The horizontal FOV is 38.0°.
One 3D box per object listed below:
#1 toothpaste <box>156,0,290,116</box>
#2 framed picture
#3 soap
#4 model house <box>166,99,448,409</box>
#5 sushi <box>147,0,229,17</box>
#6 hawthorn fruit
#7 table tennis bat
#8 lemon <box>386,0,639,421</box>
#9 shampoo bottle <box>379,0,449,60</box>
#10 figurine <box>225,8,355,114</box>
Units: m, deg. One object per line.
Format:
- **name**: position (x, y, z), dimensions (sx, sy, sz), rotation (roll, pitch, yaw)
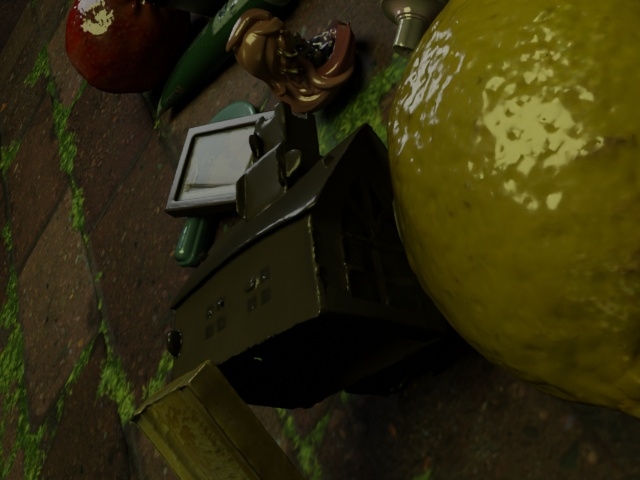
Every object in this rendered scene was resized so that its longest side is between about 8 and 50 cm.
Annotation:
- **toothpaste**: position (-0.142, -0.299, 1.367), dimensions (0.392, 0.061, 0.099), rotation (-30, 38, 49)
- **framed picture**: position (-0.120, -0.097, 1.183), dimensions (0.168, 0.023, 0.128), rotation (-5, 62, 39)
- **soap**: position (-0.044, 0.214, 0.724), dimensions (0.092, 0.252, 0.037), rotation (-32, 6, 43)
- **model house**: position (0.000, 0.000, 0.797), dimensions (0.211, 0.204, 0.244), rotation (-34, 52, 41)
- **sushi**: position (-0.172, -0.456, 1.442), dimensions (0.150, 0.153, 0.172), rotation (-87, 11, -61)
- **hawthorn fruit**: position (-0.327, -0.336, 1.546), dimensions (0.253, 0.205, 0.205), rotation (134, 146, -52)
- **table tennis bat**: position (-0.145, -0.079, 1.239), dimensions (0.152, 0.040, 0.244), rotation (-10, 59, 48)
- **lemon**: position (0.165, -0.039, 0.549), dimensions (0.253, 0.253, 0.311), rotation (-37, 46, 38)
- **shampoo bottle**: position (0.123, -0.326, 0.955), dimensions (0.092, 0.092, 0.304), rotation (-6, 63, 55)
- **figurine**: position (-0.031, -0.202, 1.063), dimensions (0.126, 0.157, 0.114), rotation (3, 93, 52)
